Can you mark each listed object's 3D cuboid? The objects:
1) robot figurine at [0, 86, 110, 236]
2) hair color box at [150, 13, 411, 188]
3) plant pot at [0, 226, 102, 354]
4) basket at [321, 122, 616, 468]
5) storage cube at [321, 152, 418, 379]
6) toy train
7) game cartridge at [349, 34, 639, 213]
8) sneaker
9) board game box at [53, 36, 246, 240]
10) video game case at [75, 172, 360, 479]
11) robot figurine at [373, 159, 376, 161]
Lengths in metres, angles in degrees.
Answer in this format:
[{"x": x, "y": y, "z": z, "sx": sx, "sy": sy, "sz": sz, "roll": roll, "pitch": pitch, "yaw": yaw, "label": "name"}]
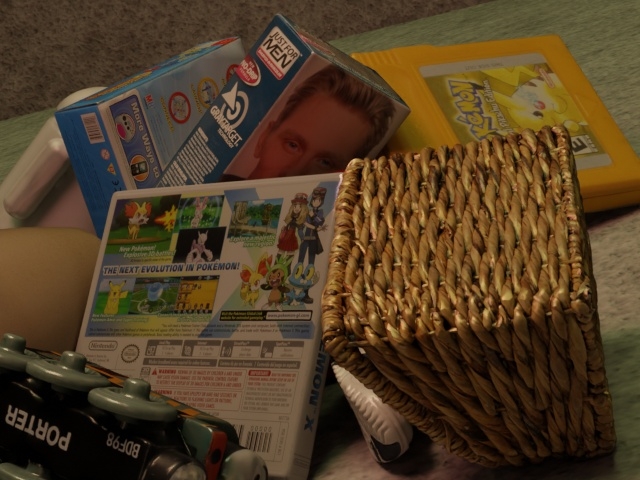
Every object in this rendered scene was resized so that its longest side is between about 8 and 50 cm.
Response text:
[{"x": -0.335, "y": -0.072, "z": 2.013, "sx": 0.353, "sy": 0.200, "sz": 0.300, "roll": -53, "pitch": -15, "yaw": 8, "label": "robot figurine"}, {"x": -0.072, "y": -0.076, "z": 1.686, "sx": 0.347, "sy": 0.174, "sz": 0.105, "roll": -53, "pitch": 42, "yaw": 14, "label": "hair color box"}, {"x": -0.347, "y": 0.088, "z": 1.568, "sx": 0.256, "sy": 0.256, "sz": 0.274, "roll": -5, "pitch": 17, "yaw": 34, "label": "plant pot"}, {"x": 0.137, "y": 0.063, "z": 1.265, "sx": 0.223, "sy": 0.213, "sz": 0.299, "roll": -10, "pitch": 33, "yaw": 11, "label": "basket"}, {"x": 0.036, "y": 0.030, "z": 1.551, "sx": 0.193, "sy": 0.183, "sz": 0.215, "roll": -13, "pitch": 16, "yaw": 6, "label": "storage cube"}, {"x": -0.200, "y": 0.177, "z": 1.286, "sx": 0.334, "sy": 0.142, "sz": 0.190, "roll": 14, "pitch": -1, "yaw": 40, "label": "toy train"}, {"x": 0.214, "y": -0.142, "z": 1.776, "sx": 0.324, "sy": 0.052, "sz": 0.285, "roll": -8, "pitch": 52, "yaw": -23, "label": "game cartridge"}, {"x": 0.095, "y": 0.122, "z": 1.345, "sx": 0.153, "sy": 0.094, "sz": 0.235, "roll": -25, "pitch": 7, "yaw": -1, "label": "sneaker"}, {"x": -0.182, "y": -0.085, "z": 1.915, "sx": 0.086, "sy": 0.308, "sz": 0.302, "roll": -5, "pitch": 19, "yaw": 37, "label": "board game box"}, {"x": -0.120, "y": 0.085, "z": 1.420, "sx": 0.329, "sy": 0.300, "sz": 0.036, "roll": -3, "pitch": -21, "yaw": 39, "label": "video game case"}, {"x": 0.087, "y": -0.086, "z": 1.893, "sx": 0.278, "sy": 0.209, "sz": 0.174, "roll": -2, "pitch": 9, "yaw": 39, "label": "robot figurine"}]
